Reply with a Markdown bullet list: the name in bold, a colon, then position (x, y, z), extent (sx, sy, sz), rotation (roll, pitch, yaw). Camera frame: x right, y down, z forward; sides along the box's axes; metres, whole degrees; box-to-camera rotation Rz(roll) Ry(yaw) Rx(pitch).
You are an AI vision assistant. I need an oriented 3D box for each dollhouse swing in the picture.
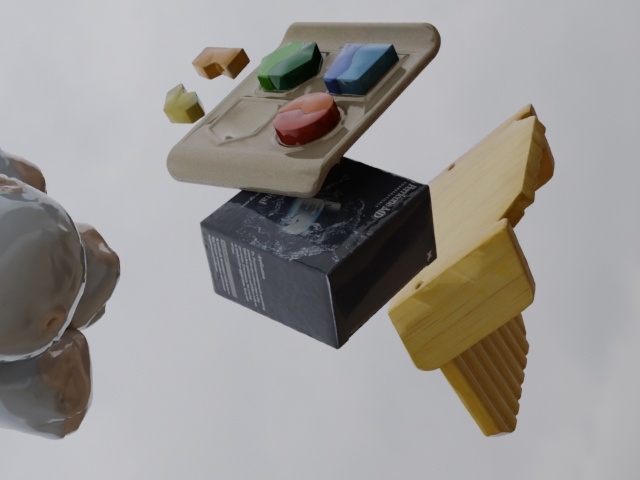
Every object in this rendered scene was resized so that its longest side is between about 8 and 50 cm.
- **dollhouse swing**: position (0.289, 0.058, 1.923), extent (0.315, 0.305, 0.347), rotation (-39, 16, 32)

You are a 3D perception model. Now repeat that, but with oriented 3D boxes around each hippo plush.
- **hippo plush**: position (-0.268, 0.013, 0.849), extent (0.236, 0.294, 0.234), rotation (122, 137, -66)

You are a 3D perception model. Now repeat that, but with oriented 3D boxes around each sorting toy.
- **sorting toy**: position (-0.056, -0.145, 1.309), extent (0.229, 0.307, 0.041), rotation (-52, -50, -28)

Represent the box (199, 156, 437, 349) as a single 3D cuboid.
- **box**: position (0.000, 0.000, 1.236), extent (0.156, 0.158, 0.093), rotation (-41, -42, -34)
